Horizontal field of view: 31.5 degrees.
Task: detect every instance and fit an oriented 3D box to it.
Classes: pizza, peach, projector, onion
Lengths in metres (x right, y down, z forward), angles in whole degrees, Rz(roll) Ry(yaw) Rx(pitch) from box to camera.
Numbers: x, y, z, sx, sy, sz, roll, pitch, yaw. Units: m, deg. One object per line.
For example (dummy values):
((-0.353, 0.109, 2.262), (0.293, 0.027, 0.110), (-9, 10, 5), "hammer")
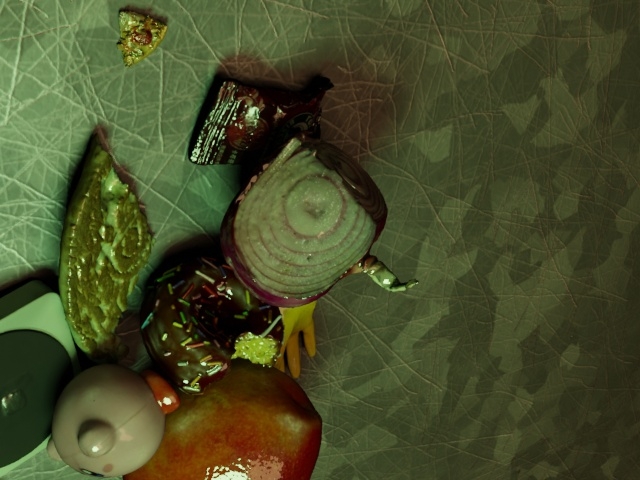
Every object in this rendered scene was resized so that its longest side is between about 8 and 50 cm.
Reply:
((-0.250, -0.280, 1.549), (0.083, 0.025, 0.078), (-47, 137, -4), "pizza")
((-0.150, 0.337, 1.817), (0.332, 0.308, 0.308), (-27, 138, 17), "peach")
((-0.475, 0.217, 1.639), (0.259, 0.079, 0.257), (-33, 133, -32), "projector")
((-0.022, -0.019, 1.715), (0.256, 0.230, 0.272), (-20, 88, 1), "onion")

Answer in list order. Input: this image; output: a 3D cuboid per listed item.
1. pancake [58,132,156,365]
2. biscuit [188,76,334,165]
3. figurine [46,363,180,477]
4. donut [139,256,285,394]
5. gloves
((-0.315, 0.024, 1.655), (0.197, 0.054, 0.376), (-25, 128, -54), "pancake")
((-0.078, -0.178, 1.726), (0.235, 0.063, 0.151), (-6, 131, -41), "biscuit")
((-0.310, 0.265, 1.657), (0.173, 0.173, 0.173), (-20, 127, -28), "figurine")
((-0.160, 0.118, 1.735), (0.230, 0.216, 0.096), (-7, 152, -32), "donut")
((-0.053, 0.141, 1.928), (0.133, 0.116, 0.294), (-14, 131, -23), "gloves")
